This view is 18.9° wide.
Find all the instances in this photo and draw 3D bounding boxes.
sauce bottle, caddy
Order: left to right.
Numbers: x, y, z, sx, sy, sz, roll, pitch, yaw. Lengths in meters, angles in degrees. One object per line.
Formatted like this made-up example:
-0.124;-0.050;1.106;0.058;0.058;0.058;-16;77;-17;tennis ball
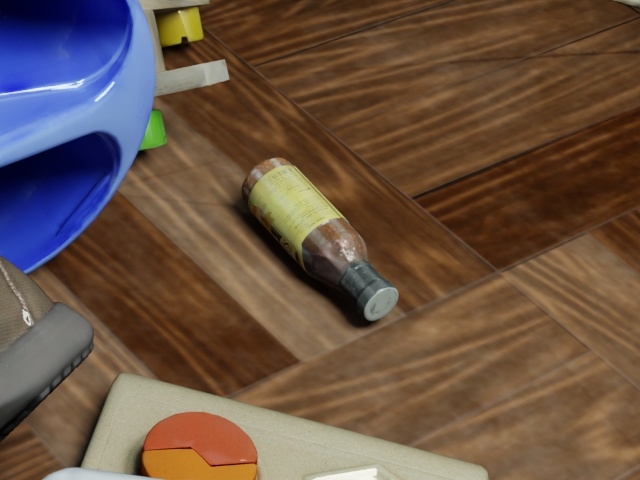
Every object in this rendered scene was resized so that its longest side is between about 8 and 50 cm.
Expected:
-0.258;-0.073;1.031;0.341;0.241;0.179;-13;39;-28;caddy
0.000;0.000;1.173;0.042;0.042;0.128;-15;45;-31;sauce bottle

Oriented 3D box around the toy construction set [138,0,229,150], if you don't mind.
-0.085;-0.184;1.271;0.308;0.257;0.237;-14;88;-8;toy construction set

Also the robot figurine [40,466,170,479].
-0.067;0.239;0.730;0.353;0.200;0.300;8;69;-8;robot figurine

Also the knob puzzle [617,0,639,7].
0.336;-0.226;1.563;0.213;0.030;0.213;8;38;-7;knob puzzle

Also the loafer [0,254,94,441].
-0.227;0.079;0.865;0.130;0.134;0.366;46;16;-1;loafer

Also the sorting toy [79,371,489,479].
0.019;0.171;0.967;0.307;0.041;0.229;15;38;1;sorting toy
